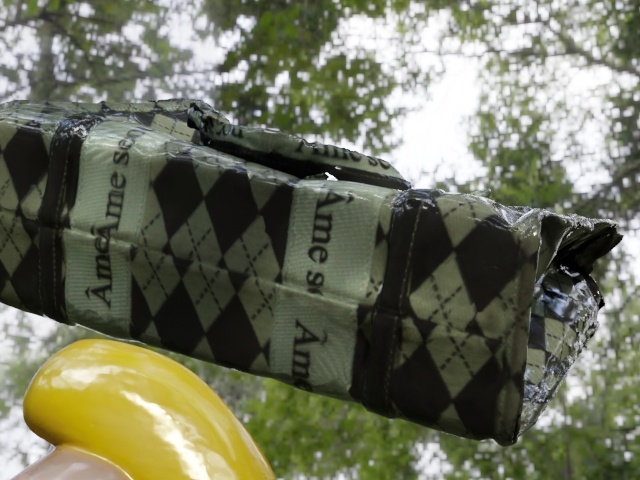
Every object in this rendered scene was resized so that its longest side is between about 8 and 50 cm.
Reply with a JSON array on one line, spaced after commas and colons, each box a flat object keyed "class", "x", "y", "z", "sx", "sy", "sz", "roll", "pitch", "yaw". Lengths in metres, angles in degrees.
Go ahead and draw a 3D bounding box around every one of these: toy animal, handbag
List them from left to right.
[{"class": "toy animal", "x": -0.061, "y": 0.096, "z": 0.346, "sx": 0.091, "sy": 0.114, "sz": 0.082, "roll": 21, "pitch": -37, "yaw": 0}, {"class": "handbag", "x": 0.000, "y": 0.000, "z": 0.807, "sx": 0.416, "sy": 0.180, "sz": 0.317, "roll": 14, "pitch": 13, "yaw": 26}]
